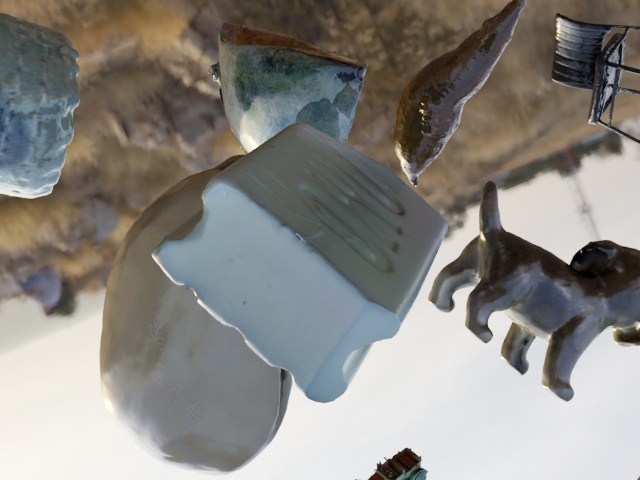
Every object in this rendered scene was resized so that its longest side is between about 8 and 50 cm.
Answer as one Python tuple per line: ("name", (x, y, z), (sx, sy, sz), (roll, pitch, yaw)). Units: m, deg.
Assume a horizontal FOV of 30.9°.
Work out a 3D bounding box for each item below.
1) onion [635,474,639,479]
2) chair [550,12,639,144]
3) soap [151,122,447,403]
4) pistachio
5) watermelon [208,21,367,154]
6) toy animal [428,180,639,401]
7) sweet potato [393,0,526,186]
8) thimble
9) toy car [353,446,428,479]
("onion", (0.425, 0.370, 1.396), (0.230, 0.230, 0.163), (-23, -179, -28))
("chair", (0.441, -0.253, 1.776), (0.221, 0.140, 0.145), (19, -135, 24))
("soap", (0.000, 0.000, 0.933), (0.095, 0.173, 0.289), (-49, 180, 21))
("pistachio", (-0.110, 0.074, 1.128), (0.207, 0.332, 0.226), (-8, -156, -42))
("watermelon", (-0.057, -0.155, 1.396), (0.175, 0.188, 0.322), (13, -174, -4))
("toy animal", (0.228, 0.059, 1.166), (0.169, 0.233, 0.121), (-65, -159, 4))
("sweet potato", (0.118, -0.148, 1.091), (0.068, 0.068, 0.226), (-24, 151, -49))
("thimble", (-0.372, -0.159, 1.343), (0.171, 0.205, 0.250), (11, -175, -22))
("toy car", (0.112, 0.409, 1.975), (0.143, 0.054, 0.073), (-25, -139, -31))
